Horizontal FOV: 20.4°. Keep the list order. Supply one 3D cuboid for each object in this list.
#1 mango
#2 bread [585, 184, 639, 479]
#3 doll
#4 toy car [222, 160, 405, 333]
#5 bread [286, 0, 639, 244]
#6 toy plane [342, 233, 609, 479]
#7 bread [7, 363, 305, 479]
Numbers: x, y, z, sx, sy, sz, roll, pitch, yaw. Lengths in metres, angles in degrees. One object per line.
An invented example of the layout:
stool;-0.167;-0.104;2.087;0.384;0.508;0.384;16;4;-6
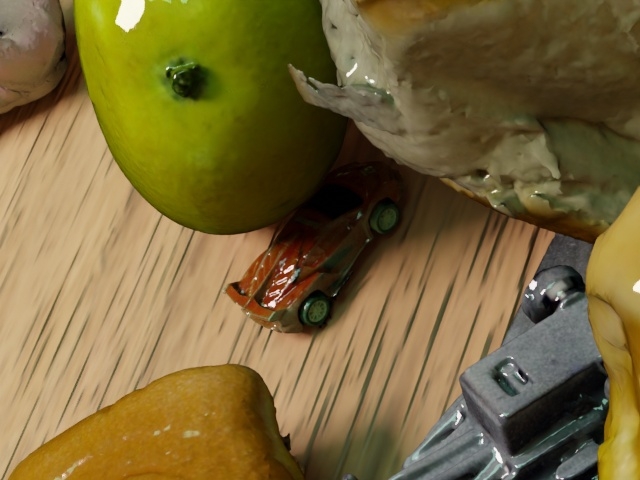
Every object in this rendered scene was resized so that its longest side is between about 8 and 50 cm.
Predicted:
mango;-0.058;-0.092;1.008;0.149;0.273;0.185;-17;71;-7
bread;0.295;0.068;0.649;0.394;0.250;0.361;-45;52;4
doll;-0.263;-0.122;1.255;0.192;0.095;0.149;-22;44;22
toy car;0.000;0.000;1.034;0.059;0.035;0.122;29;80;46
bread;0.120;-0.123;0.841;0.279;0.225;0.250;-3;36;-2
toy plane;0.086;0.086;0.822;0.267;0.088;0.212;-27;42;-13
bread;-0.066;0.186;0.890;0.174;0.121;0.245;-30;46;14
